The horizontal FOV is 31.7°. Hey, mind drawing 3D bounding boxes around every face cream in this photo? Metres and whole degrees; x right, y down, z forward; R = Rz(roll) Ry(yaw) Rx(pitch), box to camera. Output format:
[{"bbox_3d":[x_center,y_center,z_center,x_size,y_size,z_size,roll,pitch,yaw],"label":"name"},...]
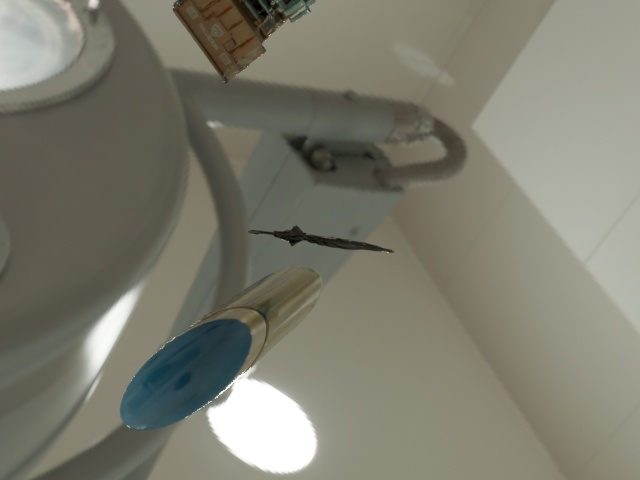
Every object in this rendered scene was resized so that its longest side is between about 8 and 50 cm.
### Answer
[{"bbox_3d":[-0.087,0.096,1.093,0.067,0.139,0.285,53,-163,1],"label":"face cream"}]

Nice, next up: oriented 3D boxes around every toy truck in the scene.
[{"bbox_3d":[-0.048,-0.224,1.011,0.080,0.115,0.178,54,-153,-14],"label":"toy truck"}]

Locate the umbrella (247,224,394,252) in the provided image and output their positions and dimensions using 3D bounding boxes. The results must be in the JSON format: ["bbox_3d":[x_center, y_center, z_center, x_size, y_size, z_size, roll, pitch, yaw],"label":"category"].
[{"bbox_3d":[0.000,0.000,1.128,0.148,0.022,0.022,8,-174,2],"label":"umbrella"}]
